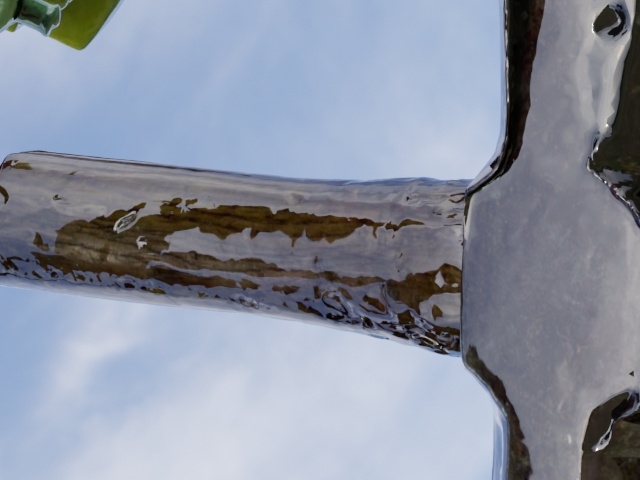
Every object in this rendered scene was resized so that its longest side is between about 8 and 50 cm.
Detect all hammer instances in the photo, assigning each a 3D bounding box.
[{"bbox_3d":[0.000,0.000,0.765,0.095,0.408,0.243,-6,-81,-44],"label":"hammer"}]

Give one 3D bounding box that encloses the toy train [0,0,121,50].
[{"bbox_3d":[-0.261,-0.218,1.382,0.369,0.237,0.150,-81,17,-73],"label":"toy train"}]
